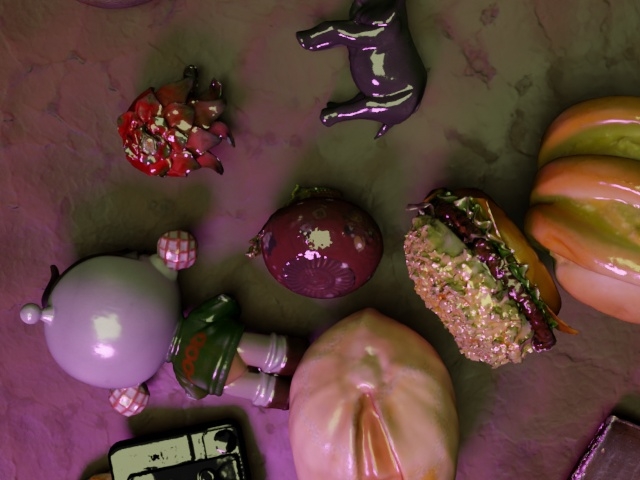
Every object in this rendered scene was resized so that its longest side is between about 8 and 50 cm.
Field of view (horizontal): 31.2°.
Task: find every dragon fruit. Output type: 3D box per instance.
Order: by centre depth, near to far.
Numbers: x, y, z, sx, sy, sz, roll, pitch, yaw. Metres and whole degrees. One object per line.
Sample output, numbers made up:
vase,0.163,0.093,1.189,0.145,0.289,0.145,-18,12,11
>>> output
dragon fruit,-0.189,-0.144,1.474,0.142,0.121,0.130,-8,137,-18

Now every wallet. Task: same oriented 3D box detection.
wallet,0.391,0.347,1.567,0.122,0.031,0.232,26,106,-5

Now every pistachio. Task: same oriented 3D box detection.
pistachio,0.070,0.238,1.481,0.230,0.230,0.308,-5,119,7

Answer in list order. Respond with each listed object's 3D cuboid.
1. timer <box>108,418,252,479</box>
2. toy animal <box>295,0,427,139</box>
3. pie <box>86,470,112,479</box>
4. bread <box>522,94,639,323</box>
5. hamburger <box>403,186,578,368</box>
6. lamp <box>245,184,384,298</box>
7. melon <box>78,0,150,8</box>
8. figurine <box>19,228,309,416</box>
timer,-0.189,0.332,1.578,0.188,0.055,0.144,-11,87,-7
toy animal,0.051,-0.250,1.437,0.146,0.114,0.245,-13,123,15
pie,-0.271,0.409,1.625,0.194,0.079,0.163,33,95,0
bread,0.399,-0.035,1.338,0.316,0.270,0.211,19,143,4
hamburger,0.189,0.044,1.406,0.139,0.261,0.243,-35,100,-1
lamp,0.003,-0.002,1.482,0.157,0.134,0.156,32,137,-28
melon,-0.255,-0.347,1.434,0.168,0.114,0.114,-1,102,13
figurine,-0.203,0.127,1.513,0.370,0.167,0.281,18,108,-8
